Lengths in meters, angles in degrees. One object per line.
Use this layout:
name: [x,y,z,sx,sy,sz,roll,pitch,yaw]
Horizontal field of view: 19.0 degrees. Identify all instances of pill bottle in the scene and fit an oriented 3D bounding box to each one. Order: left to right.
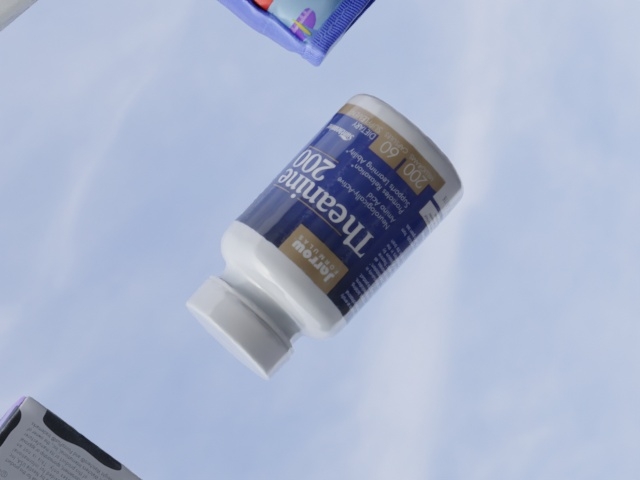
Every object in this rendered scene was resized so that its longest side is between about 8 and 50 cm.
pill bottle: [0.000,0.000,0.826,0.120,0.067,0.067,-47,-63,-9]

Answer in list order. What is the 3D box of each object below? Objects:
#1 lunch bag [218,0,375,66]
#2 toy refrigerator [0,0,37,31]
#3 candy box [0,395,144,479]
lunch bag: [-0.011,-0.251,1.042,0.221,0.138,0.293,40,-107,1]
toy refrigerator: [-0.196,-0.062,0.551,0.094,0.269,0.102,12,-130,-54]
candy box: [-0.175,0.182,0.839,0.070,0.165,0.196,37,-119,-7]
